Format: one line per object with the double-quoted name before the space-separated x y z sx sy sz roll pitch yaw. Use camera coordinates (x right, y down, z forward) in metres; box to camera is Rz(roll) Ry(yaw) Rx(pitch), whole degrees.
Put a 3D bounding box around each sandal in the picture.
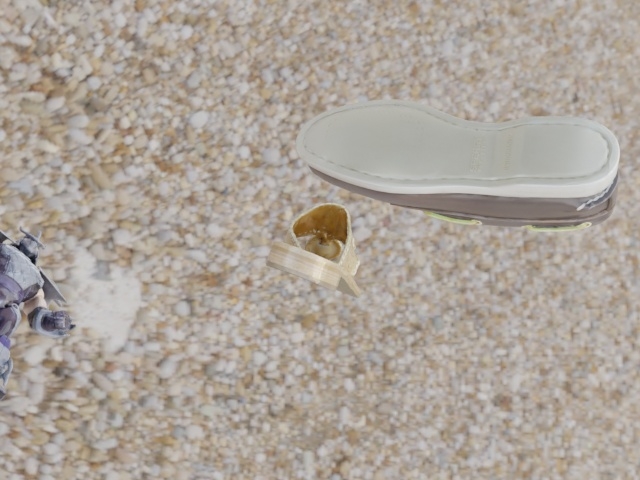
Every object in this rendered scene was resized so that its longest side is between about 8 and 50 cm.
"sandal" 0.006 0.002 0.949 0.088 0.240 0.079 21 88 7

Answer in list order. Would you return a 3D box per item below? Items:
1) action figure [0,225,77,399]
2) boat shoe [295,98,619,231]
"action figure" -0.369 0.073 1.154 0.185 0.099 0.285 41 31 -20
"boat shoe" 0.134 -0.070 1.020 0.097 0.324 0.116 68 33 -52
